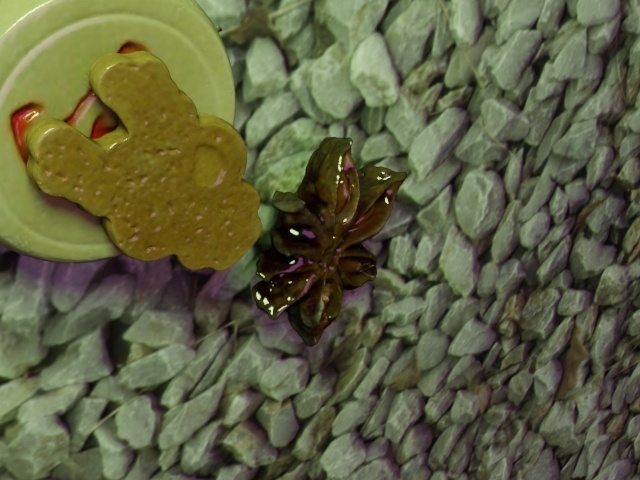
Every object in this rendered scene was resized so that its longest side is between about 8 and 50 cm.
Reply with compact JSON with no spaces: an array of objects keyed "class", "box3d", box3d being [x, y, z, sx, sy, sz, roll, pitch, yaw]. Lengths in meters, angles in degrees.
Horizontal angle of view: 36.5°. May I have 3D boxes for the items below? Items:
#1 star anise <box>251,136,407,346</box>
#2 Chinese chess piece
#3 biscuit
[{"class":"star anise","box3d":[0.004,-0.006,1.072,0.220,0.099,0.214,-55,150,-6]},{"class":"Chinese chess piece","box3d":[-0.199,-0.110,0.824,0.273,0.102,0.273,-21,128,-30]},{"class":"biscuit","box3d":[-0.132,-0.054,0.818,0.144,0.040,0.236,-44,137,1]}]
